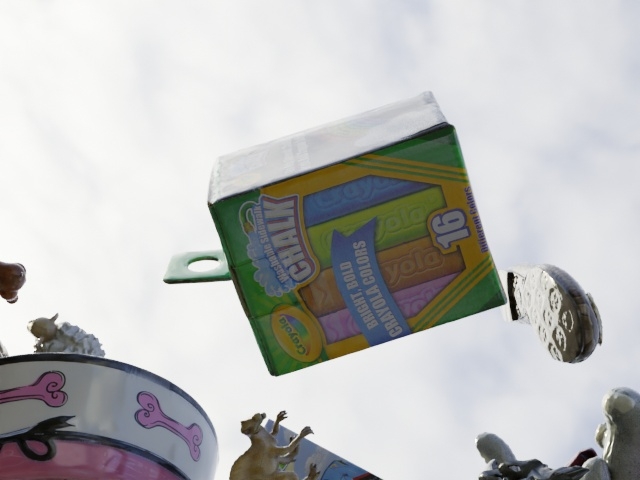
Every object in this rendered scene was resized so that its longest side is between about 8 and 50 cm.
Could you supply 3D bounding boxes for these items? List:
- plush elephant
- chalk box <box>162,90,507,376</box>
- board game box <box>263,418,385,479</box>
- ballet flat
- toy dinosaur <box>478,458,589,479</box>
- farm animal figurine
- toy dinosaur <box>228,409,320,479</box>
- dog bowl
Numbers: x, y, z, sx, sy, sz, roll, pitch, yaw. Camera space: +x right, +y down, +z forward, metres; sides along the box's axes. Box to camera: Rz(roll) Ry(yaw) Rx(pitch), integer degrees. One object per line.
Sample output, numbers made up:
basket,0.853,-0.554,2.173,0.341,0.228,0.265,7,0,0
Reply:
plush elephant,0.299,0.363,1.674,0.255,0.272,0.330,4,-102,13
chalk box,0.000,0.000,0.847,0.213,0.132,0.132,-18,-73,4
board game box,-0.017,0.320,1.439,0.211,0.160,0.039,21,-14,39
ballet flat,0.214,0.058,1.124,0.058,0.250,0.084,-5,-87,-5
toy dinosaur,0.126,0.285,1.024,0.322,0.218,0.164,43,-38,24
farm animal figurine,-0.516,0.156,1.723,0.327,0.330,0.172,44,-19,14
toy dinosaur,-0.053,0.238,1.270,0.053,0.092,0.183,32,-49,49
dog bowl,-0.326,0.323,1.541,0.408,0.150,0.408,-4,-45,-4
